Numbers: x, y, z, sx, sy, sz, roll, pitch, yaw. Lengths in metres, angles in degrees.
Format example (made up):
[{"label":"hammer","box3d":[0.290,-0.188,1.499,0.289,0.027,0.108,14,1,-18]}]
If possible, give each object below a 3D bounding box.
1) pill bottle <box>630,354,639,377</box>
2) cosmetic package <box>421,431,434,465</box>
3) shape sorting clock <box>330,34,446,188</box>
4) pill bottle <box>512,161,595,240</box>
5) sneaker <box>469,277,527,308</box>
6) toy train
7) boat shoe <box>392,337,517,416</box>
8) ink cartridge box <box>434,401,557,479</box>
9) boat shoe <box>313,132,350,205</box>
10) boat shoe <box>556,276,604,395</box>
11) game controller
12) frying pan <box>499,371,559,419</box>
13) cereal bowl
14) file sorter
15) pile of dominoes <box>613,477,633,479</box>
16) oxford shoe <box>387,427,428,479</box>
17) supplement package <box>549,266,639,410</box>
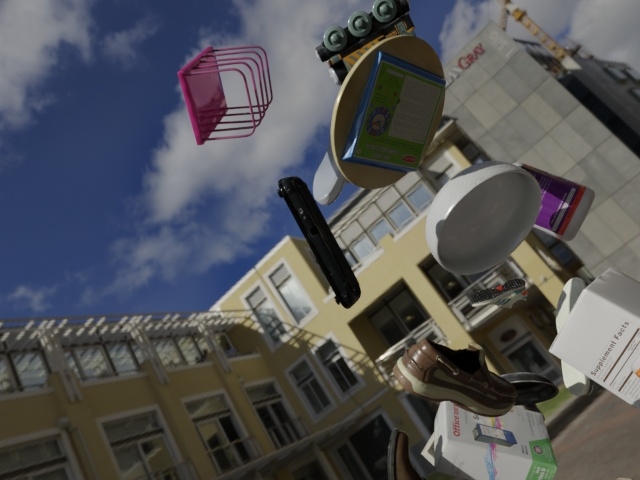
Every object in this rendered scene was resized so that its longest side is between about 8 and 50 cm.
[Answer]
[{"label":"pill bottle","box3d":[0.538,0.212,0.771,0.086,0.152,0.086,-25,-37,-20]},{"label":"cosmetic package","box3d":[0.383,0.665,1.748,0.115,0.060,0.041,-42,-7,-35]},{"label":"shape sorting clock","box3d":[0.093,-0.167,0.720,0.206,0.040,0.206,-22,-55,-35]},{"label":"pill bottle","box3d":[0.687,-0.138,1.731,0.181,0.322,0.182,-50,-24,-32]},{"label":"sneaker","box3d":[0.501,0.167,1.503,0.161,0.057,0.075,-22,-66,7]},{"label":"toy train","box3d":[0.154,-0.639,1.733,0.333,0.190,0.142,-28,12,9]},{"label":"boat shoe","box3d":[0.241,0.216,0.868,0.257,0.095,0.095,19,-71,-33]},{"label":"ink cartridge box","box3d":[0.342,0.405,1.081,0.154,0.212,0.093,-62,-18,-66]},{"label":"boat shoe","box3d":[0.089,-0.246,1.781,0.156,0.367,0.135,36,-38,-31]},{"label":"boat shoe","box3d":[0.732,0.264,1.489,0.098,0.320,0.116,3,-8,-15]},{"label":"game controller","box3d":[0.000,0.000,1.204,0.067,0.319,0.166,-28,1,2]},{"label":"frying pan","box3d":[0.582,0.422,1.468,0.326,0.053,0.197,23,-39,-29]},{"label":"cereal bowl","box3d":[0.429,-0.077,1.489,0.338,0.141,0.339,-16,-49,-19]},{"label":"file sorter","box3d":[-0.254,-0.429,1.544,0.182,0.291,0.202,-4,-58,8]},{"label":"pile of dominoes","box3d":[0.678,0.659,1.327,0.251,0.040,0.196,-26,-16,10]},{"label":"oxford shoe","box3d":[0.180,0.467,1.008,0.096,0.228,0.083,-14,-12,16]},{"label":"supplement package","box3d":[0.661,0.217,1.087,0.177,0.292,0.176,-18,-47,-43]}]
